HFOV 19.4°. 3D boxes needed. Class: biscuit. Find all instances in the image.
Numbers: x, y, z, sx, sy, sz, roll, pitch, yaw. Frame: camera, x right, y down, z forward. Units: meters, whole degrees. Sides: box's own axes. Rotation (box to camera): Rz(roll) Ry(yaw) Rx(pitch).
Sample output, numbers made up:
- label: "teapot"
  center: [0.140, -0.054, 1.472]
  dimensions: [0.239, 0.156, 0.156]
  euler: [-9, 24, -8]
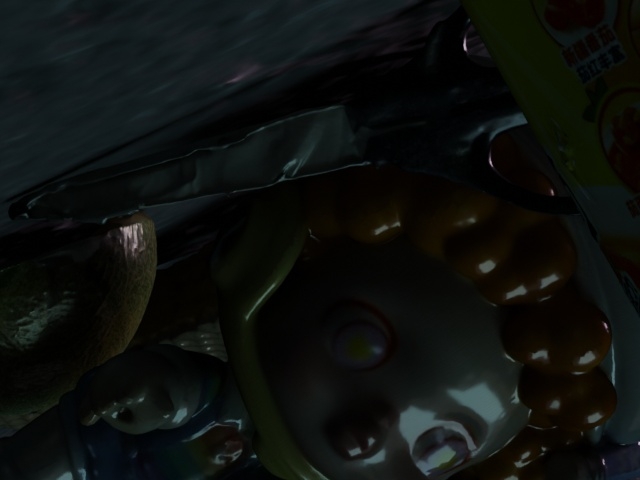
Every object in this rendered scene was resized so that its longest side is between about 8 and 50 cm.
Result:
- label: "biscuit"
  center: [-0.106, 0.063, 1.197]
  dimensions: [0.094, 0.054, 0.378]
  euler: [14, 155, -40]

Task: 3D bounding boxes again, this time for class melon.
- label: "melon"
  center: [-0.140, 0.042, 0.957]
  dimensions: [0.160, 0.079, 0.128]
  euler: [-20, 175, -27]

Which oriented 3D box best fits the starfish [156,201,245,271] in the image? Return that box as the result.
- label: "starfish"
  center: [0.001, 0.006, 1.232]
  dimensions: [0.295, 0.048, 0.231]
  euler: [-7, 173, -21]

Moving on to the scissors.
- label: "scissors"
  center: [0.006, -0.044, 0.786]
  dimensions: [0.300, 0.109, 0.022]
  euler: [-12, -172, 11]

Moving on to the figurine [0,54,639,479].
- label: "figurine"
  center: [-0.023, 0.050, 0.909]
  dimensions: [0.382, 0.224, 0.205]
  euler: [-17, -159, 4]

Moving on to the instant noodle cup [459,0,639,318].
- label: "instant noodle cup"
  center: [0.178, -0.064, 0.615]
  dimensions: [0.264, 0.200, 0.264]
  euler: [-21, 175, -2]
